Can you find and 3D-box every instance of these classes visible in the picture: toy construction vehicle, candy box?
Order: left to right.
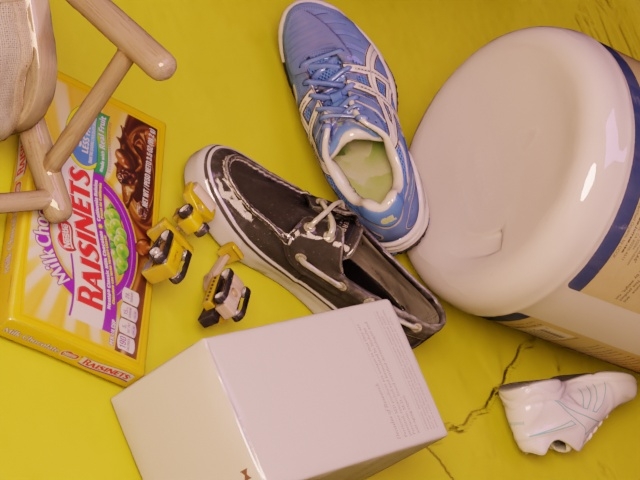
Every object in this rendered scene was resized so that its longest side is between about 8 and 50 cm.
[{"bbox_3d":[-0.156,-0.012,1.228,0.105,0.027,0.206,24,50,-30],"label":"candy box"},{"bbox_3d":[-0.086,0.014,1.259,0.086,0.035,0.098,49,30,-27],"label":"toy construction vehicle"}]

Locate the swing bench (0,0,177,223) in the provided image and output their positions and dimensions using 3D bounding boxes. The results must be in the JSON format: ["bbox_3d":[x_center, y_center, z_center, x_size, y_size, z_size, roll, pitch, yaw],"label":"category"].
[{"bbox_3d":[-0.267,-0.145,1.097,0.253,0.165,0.254,-7,57,-46],"label":"swing bench"}]

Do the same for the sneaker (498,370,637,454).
[{"bbox_3d":[0.197,0.135,1.472,0.152,0.054,0.061,-5,84,-44],"label":"sneaker"}]

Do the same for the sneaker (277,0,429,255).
[{"bbox_3d":[0.026,-0.095,1.401,0.211,0.080,0.081,65,3,15],"label":"sneaker"}]

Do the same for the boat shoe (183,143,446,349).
[{"bbox_3d":[0.000,0.000,1.341,0.219,0.070,0.078,40,43,-18],"label":"boat shoe"}]

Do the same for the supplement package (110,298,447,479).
[{"bbox_3d":[-0.025,0.115,1.215,0.179,0.105,0.105,-10,73,-48],"label":"supplement package"}]

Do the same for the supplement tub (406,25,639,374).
[{"bbox_3d":[0.245,-0.017,1.474,0.316,0.228,0.228,20,52,-36],"label":"supplement tub"}]
